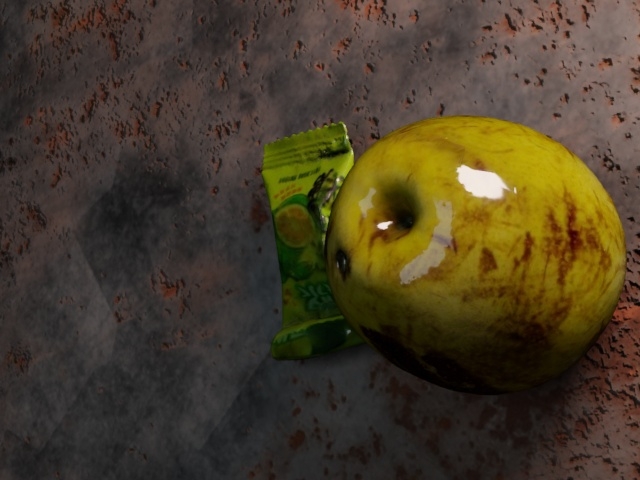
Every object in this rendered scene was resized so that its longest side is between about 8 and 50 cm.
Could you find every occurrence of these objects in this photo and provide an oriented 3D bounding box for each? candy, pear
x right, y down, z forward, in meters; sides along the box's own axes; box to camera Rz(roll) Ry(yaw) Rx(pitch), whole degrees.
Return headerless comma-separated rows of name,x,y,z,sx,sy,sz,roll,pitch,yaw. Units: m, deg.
candy,0.000,0.000,1.771,0.149,0.069,0.246,-15,79,40
pear,0.140,0.013,1.540,0.283,0.283,0.283,-6,80,37
